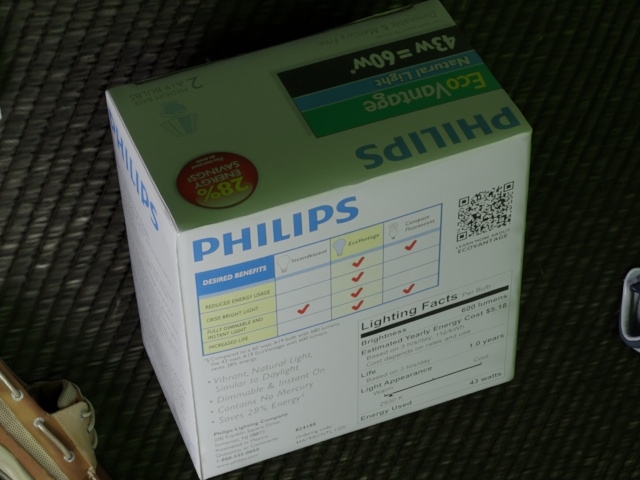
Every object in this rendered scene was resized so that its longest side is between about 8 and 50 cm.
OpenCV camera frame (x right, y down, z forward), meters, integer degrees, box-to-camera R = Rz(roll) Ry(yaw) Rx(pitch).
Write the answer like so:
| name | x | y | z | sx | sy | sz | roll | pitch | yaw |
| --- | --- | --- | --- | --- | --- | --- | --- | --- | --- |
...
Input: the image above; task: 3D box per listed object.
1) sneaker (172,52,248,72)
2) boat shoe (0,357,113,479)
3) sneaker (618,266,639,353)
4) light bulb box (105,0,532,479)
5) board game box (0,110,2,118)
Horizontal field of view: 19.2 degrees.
| name | x | y | z | sx | sy | sz | roll | pitch | yaw |
| --- | --- | --- | --- | --- | --- | --- | --- | --- | --- |
| sneaker | -0.037 | -0.134 | 1.964 | 0.279 | 0.107 | 0.118 | -4 | 130 | -21 |
| boat shoe | -0.286 | 0.202 | 1.948 | 0.120 | 0.122 | 0.324 | -50 | 123 | -4 |
| sneaker | 0.471 | 0.036 | 2.261 | 0.153 | 0.099 | 0.282 | 29 | 99 | -34 |
| light bulb box | 0.000 | 0.000 | 1.864 | 0.358 | 0.225 | 0.361 | -17 | 137 | -14 |
| board game box | -0.414 | -0.158 | 1.789 | 0.201 | 0.035 | 0.136 | -17 | 116 | -19 |
